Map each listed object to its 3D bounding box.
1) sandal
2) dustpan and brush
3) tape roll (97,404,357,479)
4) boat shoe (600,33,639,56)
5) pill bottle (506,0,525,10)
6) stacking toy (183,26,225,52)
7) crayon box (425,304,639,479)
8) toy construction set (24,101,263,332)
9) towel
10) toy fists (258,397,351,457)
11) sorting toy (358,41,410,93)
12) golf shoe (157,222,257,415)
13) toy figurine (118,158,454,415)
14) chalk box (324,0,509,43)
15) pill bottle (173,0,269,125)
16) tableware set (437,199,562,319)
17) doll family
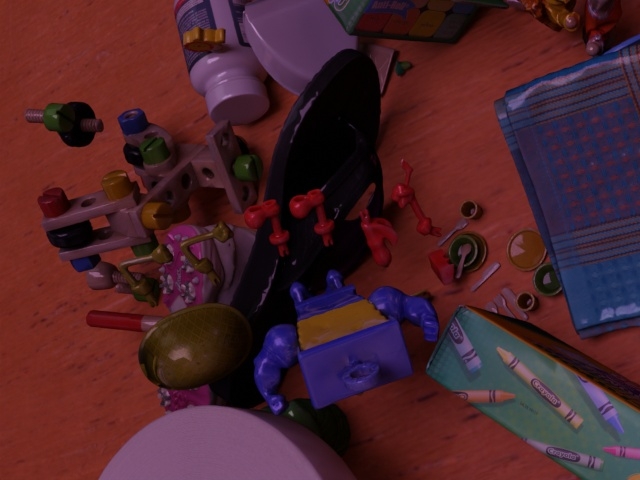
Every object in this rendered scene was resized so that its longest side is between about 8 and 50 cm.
[{"bbox_3d":[0.001,0.001,1.225,0.107,0.168,0.445,25,104,29],"label":"sandal"},{"bbox_3d":[0.003,-0.205,1.283,0.211,0.147,0.060,64,158,4],"label":"dustpan and brush"},{"bbox_3d":[-0.106,0.367,1.084,0.392,0.072,0.391,-10,73,35],"label":"tape roll"},{"bbox_3d":[0.351,-0.162,1.031,0.258,0.109,0.089,-32,59,29],"label":"boat shoe"},{"bbox_3d":[0.237,-0.305,1.184,0.043,0.043,0.083,16,89,37],"label":"pill bottle"},{"bbox_3d":[-0.062,-0.319,1.336,0.221,0.052,0.166,2,79,-10],"label":"stacking toy"},{"bbox_3d":[0.256,0.166,0.990,0.278,0.165,0.081,32,99,36],"label":"crayon box"},{"bbox_3d":[-0.201,-0.030,1.352,0.237,0.257,0.308,4,103,24],"label":"toy construction set"},{"bbox_3d":[0.368,-0.066,0.971,0.370,0.040,0.271,-16,99,32],"label":"towel"},{"bbox_3d":[-0.088,0.289,1.224,0.279,0.142,0.096,-45,58,20],"label":"toy fists"},{"bbox_3d":[0.074,-0.211,1.300,0.083,0.012,0.062,21,95,37],"label":"sorting toy"},{"bbox_3d":[-0.127,0.122,1.313,0.115,0.140,0.306,28,120,44],"label":"golf shoe"},{"bbox_3d":[-0.012,0.083,1.062,0.363,0.191,0.217,-17,29,-7],"label":"toy figurine"},{"bbox_3d":[0.099,-0.342,1.182,0.179,0.180,0.289,-55,52,37],"label":"chalk box"},{"bbox_3d":[-0.128,-0.249,1.393,0.108,0.108,0.180,-27,65,28],"label":"pill bottle"},{"bbox_3d":[0.197,0.019,1.154,0.104,0.024,0.154,-46,57,19],"label":"tableware set"},{"bbox_3d":[0.270,-0.312,1.085,0.118,0.163,0.262,14,75,13],"label":"doll family"}]
